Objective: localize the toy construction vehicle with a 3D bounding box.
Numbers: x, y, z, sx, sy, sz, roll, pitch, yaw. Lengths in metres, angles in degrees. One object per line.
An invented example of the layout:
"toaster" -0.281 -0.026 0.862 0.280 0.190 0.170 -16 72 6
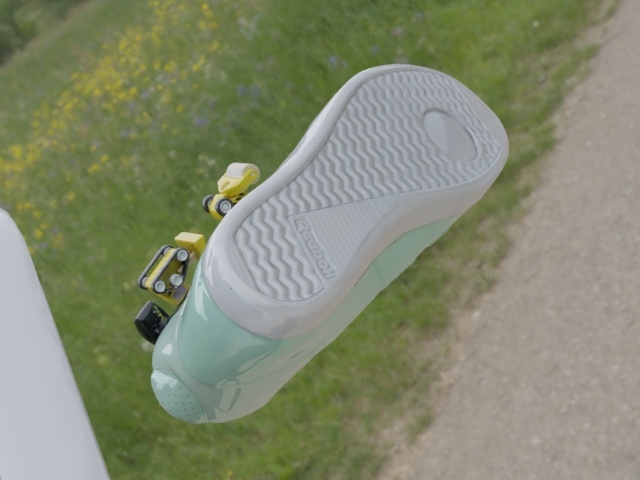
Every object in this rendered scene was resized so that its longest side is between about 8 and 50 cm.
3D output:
"toy construction vehicle" -0.053 0.000 0.682 0.086 0.035 0.098 5 56 56

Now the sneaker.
"sneaker" -0.001 0.000 0.640 0.256 0.094 0.151 -38 -9 -44

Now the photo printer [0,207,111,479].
"photo printer" -0.203 0.113 0.431 0.256 0.308 0.107 -10 -32 -30
